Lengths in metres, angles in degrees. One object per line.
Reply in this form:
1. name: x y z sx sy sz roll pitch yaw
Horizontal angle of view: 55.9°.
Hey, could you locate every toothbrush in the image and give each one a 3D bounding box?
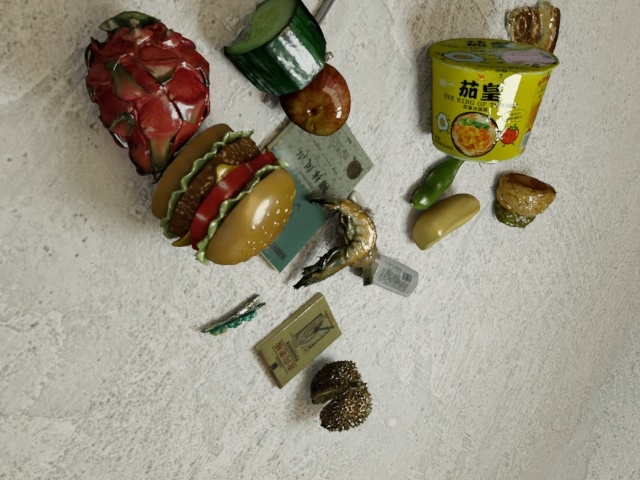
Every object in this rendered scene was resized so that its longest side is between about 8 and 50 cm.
1. toothbrush: -0.026 -0.444 1.337 0.029 0.024 0.354 35 83 -49

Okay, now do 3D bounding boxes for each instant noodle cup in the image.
1. instant noodle cup: 0.425 -0.363 1.570 0.326 0.326 0.254 -21 128 -33

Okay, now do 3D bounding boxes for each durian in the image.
1. durian: 0.058 0.412 1.614 0.167 0.196 0.196 -24 121 -39

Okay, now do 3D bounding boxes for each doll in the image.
1. doll: 0.099 0.008 1.553 0.105 0.115 0.221 -67 144 -61

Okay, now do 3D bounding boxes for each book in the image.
1. book: -0.054 0.262 1.581 0.231 0.026 0.161 -39 127 -22
2. book: -0.048 -0.137 1.430 0.379 0.031 0.264 -50 130 -14

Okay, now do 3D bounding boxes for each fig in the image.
1. fig: -0.019 -0.323 1.308 0.149 0.202 0.148 12 126 -45

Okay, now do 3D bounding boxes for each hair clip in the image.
1. hair clip: -0.198 0.185 1.419 0.173 0.049 0.049 -29 123 -30

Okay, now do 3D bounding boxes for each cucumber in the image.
1. cucumber: -0.082 -0.400 1.209 0.191 0.191 0.130 -57 140 -8

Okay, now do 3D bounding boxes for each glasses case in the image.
1. glasses case: 0.100 -0.094 1.576 0.032 0.021 0.083 -47 130 -15

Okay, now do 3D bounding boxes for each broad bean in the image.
1. broad bean: 0.364 -0.180 1.733 0.318 0.056 0.098 -30 105 -27

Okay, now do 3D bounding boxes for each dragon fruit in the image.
1. dragon fruit: -0.304 -0.243 1.059 0.234 0.234 0.293 -10 121 -37

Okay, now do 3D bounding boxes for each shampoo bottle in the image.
1. shampoo bottle: 0.187 0.092 1.696 0.227 0.056 0.086 24 90 -42

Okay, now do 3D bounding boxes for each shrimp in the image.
1. shrimp: 0.000 0.000 1.465 0.262 0.051 0.198 -35 107 11

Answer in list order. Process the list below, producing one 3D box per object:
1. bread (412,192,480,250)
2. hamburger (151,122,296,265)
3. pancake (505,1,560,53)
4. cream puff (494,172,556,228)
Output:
1. bread: 0.353 -0.063 1.735 0.217 0.098 0.147 -30 165 -27
2. hamburger: -0.168 -0.072 1.162 0.274 0.212 0.274 -52 175 -6
3. pancake: 0.624 -0.594 1.798 0.245 0.057 0.266 13 98 -41
4. cream puff: 0.640 -0.112 1.933 0.183 0.183 0.168 -7 123 -38
